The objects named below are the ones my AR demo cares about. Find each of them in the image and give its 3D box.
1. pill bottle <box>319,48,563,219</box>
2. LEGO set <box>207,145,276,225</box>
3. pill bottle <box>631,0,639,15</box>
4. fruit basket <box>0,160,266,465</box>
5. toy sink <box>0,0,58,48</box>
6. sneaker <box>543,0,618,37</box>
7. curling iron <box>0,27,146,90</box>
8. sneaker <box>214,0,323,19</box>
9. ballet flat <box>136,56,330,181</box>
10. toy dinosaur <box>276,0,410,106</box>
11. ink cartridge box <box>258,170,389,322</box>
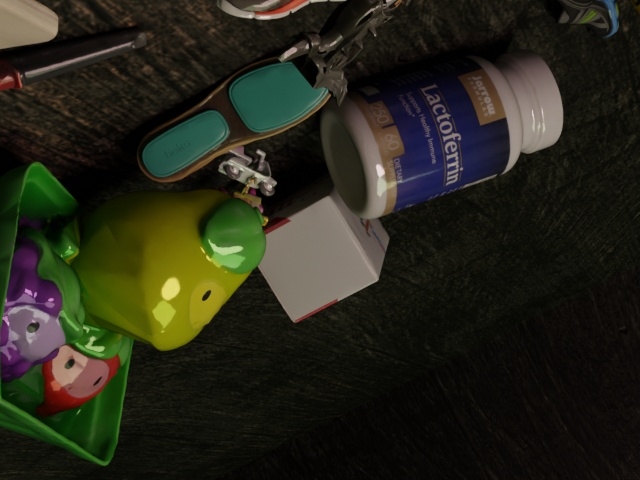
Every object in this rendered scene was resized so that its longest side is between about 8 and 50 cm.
[{"bbox_3d":[0.146,-0.134,1.465,0.265,0.153,0.153,-20,161,-16],"label":"pill bottle"},{"bbox_3d":[-0.159,-0.031,1.513,0.287,0.107,0.132,-30,126,31],"label":"LEGO set"},{"bbox_3d":[0.400,-0.269,1.322,0.119,0.208,0.119,-22,161,-8],"label":"pill bottle"},{"bbox_3d":[-0.242,0.075,1.324,0.392,0.283,0.392,5,160,2],"label":"fruit basket"},{"bbox_3d":[-0.276,-0.208,0.721,0.153,0.131,0.234,-3,168,26],"label":"toy sink"},{"bbox_3d":[0.300,-0.281,1.417,0.078,0.067,0.188,-9,170,23],"label":"sneaker"},{"bbox_3d":[-0.280,-0.152,1.078,0.274,0.035,0.068,-14,159,-27],"label":"curling iron"},{"bbox_3d":[-0.026,-0.250,1.124,0.158,0.061,0.065,-18,133,-21],"label":"sneaker"},{"bbox_3d":[-0.092,-0.138,1.321,0.232,0.080,0.073,-24,-171,7],"label":"ballet flat"},{"bbox_3d":[0.029,-0.246,0.955,0.218,0.164,0.322,-39,161,12],"label":"toy dinosaur"},{"bbox_3d":[0.000,0.000,1.588,0.128,0.127,0.176,-29,-170,15],"label":"ink cartridge box"}]
